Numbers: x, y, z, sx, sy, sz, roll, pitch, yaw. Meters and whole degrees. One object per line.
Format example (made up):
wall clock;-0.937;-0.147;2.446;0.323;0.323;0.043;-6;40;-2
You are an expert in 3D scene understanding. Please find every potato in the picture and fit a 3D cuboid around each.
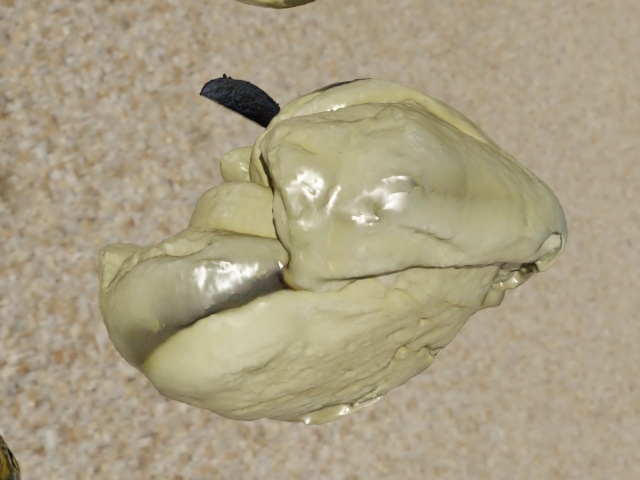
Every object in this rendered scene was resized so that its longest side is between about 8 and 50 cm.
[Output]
potato;-0.081;-0.148;1.515;0.093;0.037;0.036;26;-1;-13

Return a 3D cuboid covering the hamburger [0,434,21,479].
hamburger;-0.319;0.162;0.902;0.285;0.134;0.265;60;40;-26

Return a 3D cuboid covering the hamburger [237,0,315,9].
hamburger;-0.011;-0.261;0.885;0.162;0.330;0.209;17;48;-40

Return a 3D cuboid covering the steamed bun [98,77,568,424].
steamed bun;0.005;0.000;1.227;0.325;0.372;0.230;32;30;-60
